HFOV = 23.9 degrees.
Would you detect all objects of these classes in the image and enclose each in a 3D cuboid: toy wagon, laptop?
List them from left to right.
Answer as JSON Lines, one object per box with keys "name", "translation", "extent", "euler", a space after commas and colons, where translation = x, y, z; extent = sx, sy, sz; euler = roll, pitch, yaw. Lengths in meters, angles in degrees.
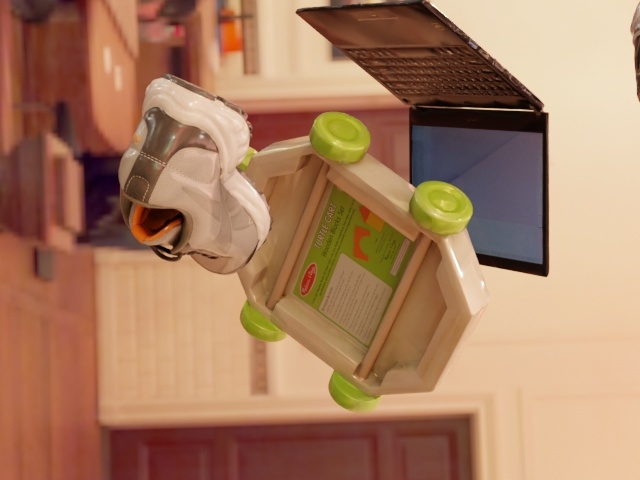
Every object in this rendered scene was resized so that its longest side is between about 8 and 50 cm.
{"name": "toy wagon", "translation": [0.000, 0.000, 1.466], "extent": [0.068, 0.344, 0.267], "euler": [-35, 155, -46]}
{"name": "laptop", "translation": [0.095, -0.101, 1.463], "extent": [0.234, 0.264, 0.136], "euler": [10, -113, 59]}

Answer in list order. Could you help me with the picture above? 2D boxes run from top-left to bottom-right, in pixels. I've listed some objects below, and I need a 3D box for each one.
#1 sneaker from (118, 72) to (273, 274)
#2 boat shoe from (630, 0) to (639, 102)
{"name": "sneaker", "translation": [-0.108, -0.028, 1.178], "extent": [0.108, 0.100, 0.271], "euler": [-59, 165, -16]}
{"name": "boat shoe", "translation": [0.419, -0.181, 1.289], "extent": [0.121, 0.335, 0.119], "euler": [22, 64, -39]}
